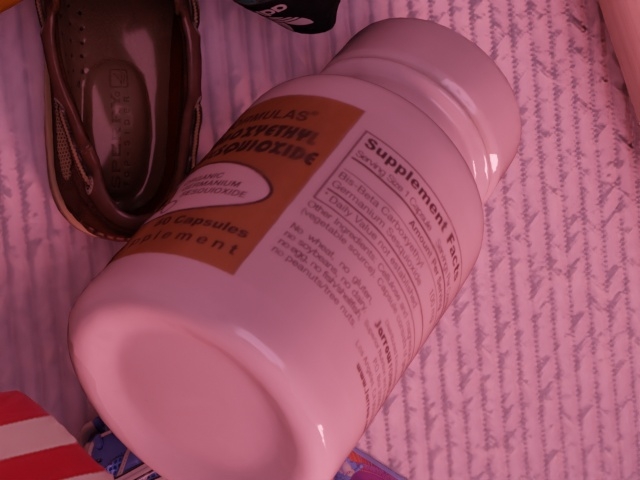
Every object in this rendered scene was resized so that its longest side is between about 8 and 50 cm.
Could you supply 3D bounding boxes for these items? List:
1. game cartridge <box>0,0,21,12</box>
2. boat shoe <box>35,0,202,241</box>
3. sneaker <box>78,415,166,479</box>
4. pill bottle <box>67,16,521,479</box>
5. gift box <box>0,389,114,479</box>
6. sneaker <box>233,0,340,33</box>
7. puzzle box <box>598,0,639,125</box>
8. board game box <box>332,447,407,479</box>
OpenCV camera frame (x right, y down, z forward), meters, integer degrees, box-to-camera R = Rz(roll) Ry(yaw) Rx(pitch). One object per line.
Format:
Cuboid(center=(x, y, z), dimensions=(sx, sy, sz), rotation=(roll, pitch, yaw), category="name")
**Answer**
Cuboid(center=(-0.311, -0.149, 0.631), dimensions=(0.323, 0.052, 0.285), rotation=(-37, 104, -26), category="game cartridge")
Cuboid(center=(-0.093, -0.127, 0.756), dimensions=(0.095, 0.095, 0.257), rotation=(-9, 97, -14), category="boat shoe")
Cuboid(center=(-0.070, 0.107, 0.791), dimensions=(0.081, 0.080, 0.211), rotation=(42, 82, -17), category="sneaker")
Cuboid(center=(0.000, 0.000, 0.734), dimensions=(0.131, 0.131, 0.229), rotation=(49, 50, -13), category="pill bottle")
Cuboid(center=(-0.200, 0.149, 0.630), dimensions=(0.276, 0.258, 0.255), rotation=(36, 84, 9), category="gift box")
Cuboid(center=(0.032, -0.236, 0.786), dimensions=(0.302, 0.108, 0.121), rotation=(-56, 139, -16), category="sneaker")
Cuboid(center=(0.276, -0.140, 0.833), dimensions=(0.272, 0.052, 0.409), rotation=(-28, 113, -12), category="puzzle box")
Cuboid(center=(0.017, 0.186, 0.841), dimensions=(0.168, 0.033, 0.133), rotation=(34, 82, -14), category="board game box")
